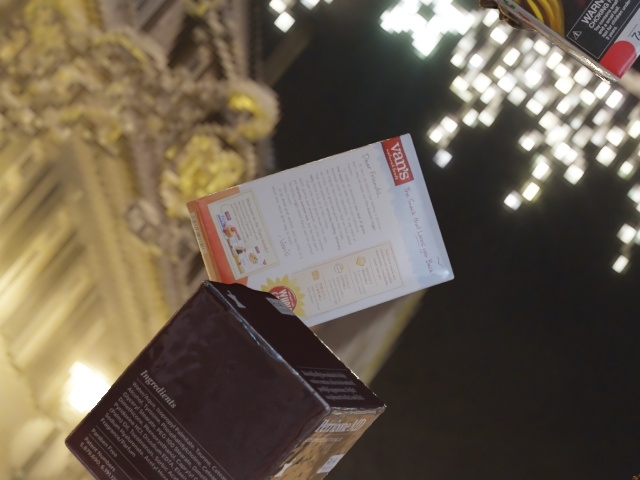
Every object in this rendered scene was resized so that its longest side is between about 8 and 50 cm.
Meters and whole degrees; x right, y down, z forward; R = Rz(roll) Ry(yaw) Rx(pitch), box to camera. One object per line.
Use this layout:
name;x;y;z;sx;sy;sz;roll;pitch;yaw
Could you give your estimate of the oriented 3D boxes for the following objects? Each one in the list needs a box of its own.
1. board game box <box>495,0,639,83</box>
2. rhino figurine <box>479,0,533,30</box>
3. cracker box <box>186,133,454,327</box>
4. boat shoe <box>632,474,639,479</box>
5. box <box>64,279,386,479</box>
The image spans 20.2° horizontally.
board game box;0.208;-0.283;1.187;0.193;0.305;0.053;36;3;0
rhino figurine;0.252;-0.293;1.703;0.106;0.243;0.073;55;10;35
cracker box;0.000;0.000;1.802;0.067;0.232;0.156;172;-99;-77
boat shoe;0.249;0.205;1.316;0.183;0.066;0.066;-20;-65;22
box;-0.085;0.168;1.631;0.167;0.203;0.168;45;10;18
